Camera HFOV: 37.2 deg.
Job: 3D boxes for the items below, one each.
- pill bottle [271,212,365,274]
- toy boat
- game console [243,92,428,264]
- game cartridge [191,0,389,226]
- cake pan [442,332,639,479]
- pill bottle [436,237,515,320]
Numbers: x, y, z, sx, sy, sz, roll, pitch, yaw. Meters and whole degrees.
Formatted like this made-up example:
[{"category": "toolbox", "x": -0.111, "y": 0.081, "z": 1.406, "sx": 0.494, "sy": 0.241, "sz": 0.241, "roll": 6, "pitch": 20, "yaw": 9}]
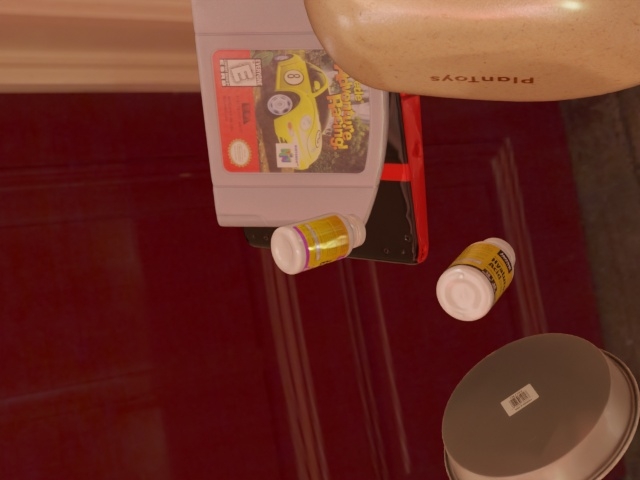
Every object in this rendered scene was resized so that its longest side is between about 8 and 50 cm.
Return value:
[{"category": "pill bottle", "x": 0.000, "y": 0.000, "z": 0.845, "sx": 0.043, "sy": 0.083, "sz": 0.043, "roll": 23, "pitch": 121, "yaw": 46}, {"category": "toy boat", "x": 0.117, "y": -0.187, "z": 0.558, "sx": 0.318, "sy": 0.267, "sz": 0.148, "roll": 65, "pitch": -151, "yaw": -79}, {"category": "game console", "x": 0.003, "y": -0.138, "z": 1.609, "sx": 0.386, "sy": 0.060, "sz": 0.342, "roll": 6, "pitch": 113, "yaw": 37}, {"category": "game cartridge", "x": -0.026, "y": -0.144, "z": 1.005, "sx": 0.060, "sy": 0.196, "sz": 0.294, "roll": -87, "pitch": -6, "yaw": -59}, {"category": "cake pan", "x": 0.291, "y": 0.239, "z": 1.317, "sx": 0.293, "sy": 0.293, "sz": 0.054, "roll": 7, "pitch": 140, "yaw": 54}, {"category": "pill bottle", "x": 0.180, "y": 0.039, "z": 1.069, "sx": 0.065, "sy": 0.116, "sz": 0.065, "roll": 12, "pitch": 116, "yaw": 24}]
